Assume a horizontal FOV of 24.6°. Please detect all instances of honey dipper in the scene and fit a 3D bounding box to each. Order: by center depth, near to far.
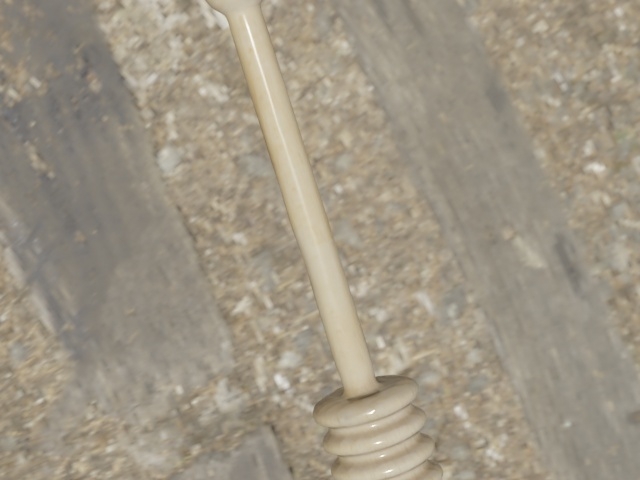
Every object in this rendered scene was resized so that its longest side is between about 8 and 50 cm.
[{"bbox_3d":[0.000,0.000,0.389,0.030,0.030,0.161,-22,101,-34],"label":"honey dipper"}]
